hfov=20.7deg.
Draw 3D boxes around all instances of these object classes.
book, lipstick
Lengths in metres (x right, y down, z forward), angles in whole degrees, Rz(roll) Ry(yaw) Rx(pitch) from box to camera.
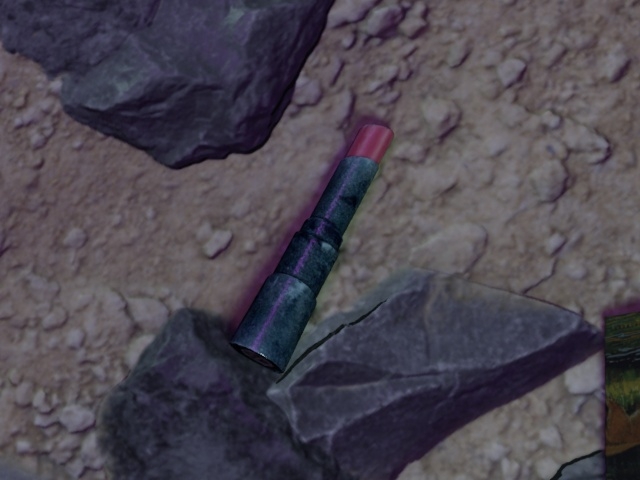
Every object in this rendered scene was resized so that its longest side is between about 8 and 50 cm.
[{"bbox_3d":[0.290,0.155,1.333,0.160,0.024,0.228,-13,63,37],"label":"book"},{"bbox_3d":[0.000,0.000,1.506,0.053,0.053,0.234,23,77,25],"label":"lipstick"}]
